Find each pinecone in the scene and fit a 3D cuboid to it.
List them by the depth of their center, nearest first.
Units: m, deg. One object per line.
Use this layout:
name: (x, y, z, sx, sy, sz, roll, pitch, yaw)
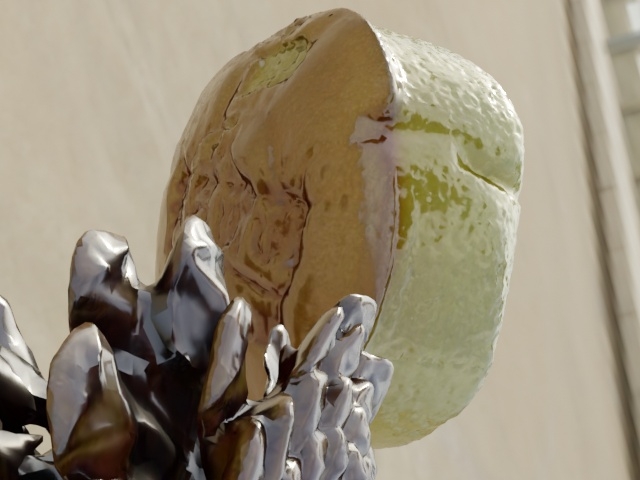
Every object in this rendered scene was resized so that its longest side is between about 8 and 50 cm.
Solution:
pinecone: (-0.070, 0.089, 0.466, 0.208, 0.207, 0.208, -16, 90, -75)

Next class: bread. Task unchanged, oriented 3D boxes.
bread: (0.000, 0.000, 0.942, 0.148, 0.270, 0.270, 13, 54, -30)
